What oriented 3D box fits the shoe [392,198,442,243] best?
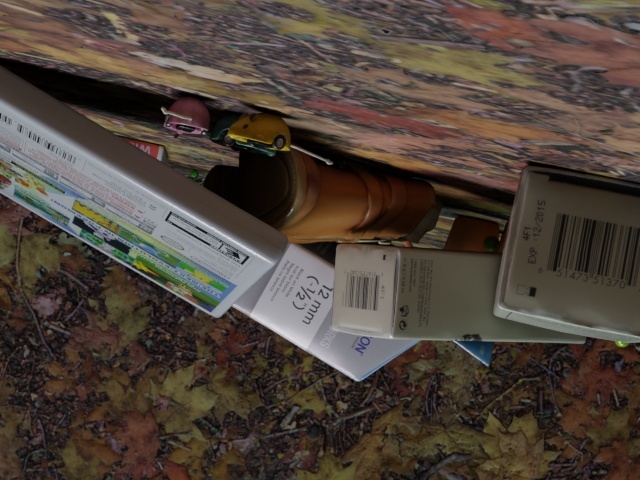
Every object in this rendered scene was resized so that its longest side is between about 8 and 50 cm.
[{"bbox_3d":[0.087,-0.027,1.872,0.076,0.058,0.219,13,177,-14],"label":"shoe"}]

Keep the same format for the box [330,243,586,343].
[{"bbox_3d":[0.151,0.057,1.610,0.275,0.094,0.113,4,180,-35],"label":"box"}]

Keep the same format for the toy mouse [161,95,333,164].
[{"bbox_3d":[-0.090,-0.104,1.368,0.161,0.031,0.143,14,176,-35],"label":"toy mouse"}]

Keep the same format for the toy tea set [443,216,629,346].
[{"bbox_3d":[0.286,0.051,1.894,0.200,0.124,0.336,14,177,-27],"label":"toy tea set"}]

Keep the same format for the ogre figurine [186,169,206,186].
[{"bbox_3d":[-0.250,-0.070,2.170,0.197,0.097,0.118,24,-164,34],"label":"ogre figurine"}]

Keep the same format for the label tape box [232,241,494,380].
[{"bbox_3d":[0.034,0.063,1.802,0.347,0.115,0.249,33,-166,2],"label":"label tape box"}]

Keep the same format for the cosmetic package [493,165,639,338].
[{"bbox_3d":[0.243,0.020,1.411,0.153,0.129,0.296,10,177,5],"label":"cosmetic package"}]

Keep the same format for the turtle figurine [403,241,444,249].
[{"bbox_3d":[0.259,0.035,2.125,0.217,0.087,0.269,8,-168,-43],"label":"turtle figurine"}]

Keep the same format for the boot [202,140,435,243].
[{"bbox_3d":[0.015,-0.040,1.546,0.220,0.109,0.283,5,169,-18],"label":"boot"}]

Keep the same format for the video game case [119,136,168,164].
[{"bbox_3d":[-0.341,-0.133,1.984,0.285,0.025,0.204,12,177,-4],"label":"video game case"}]

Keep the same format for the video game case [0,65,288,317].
[{"bbox_3d":[-0.208,-0.042,1.511,0.329,0.036,0.300,30,162,-6],"label":"video game case"}]
